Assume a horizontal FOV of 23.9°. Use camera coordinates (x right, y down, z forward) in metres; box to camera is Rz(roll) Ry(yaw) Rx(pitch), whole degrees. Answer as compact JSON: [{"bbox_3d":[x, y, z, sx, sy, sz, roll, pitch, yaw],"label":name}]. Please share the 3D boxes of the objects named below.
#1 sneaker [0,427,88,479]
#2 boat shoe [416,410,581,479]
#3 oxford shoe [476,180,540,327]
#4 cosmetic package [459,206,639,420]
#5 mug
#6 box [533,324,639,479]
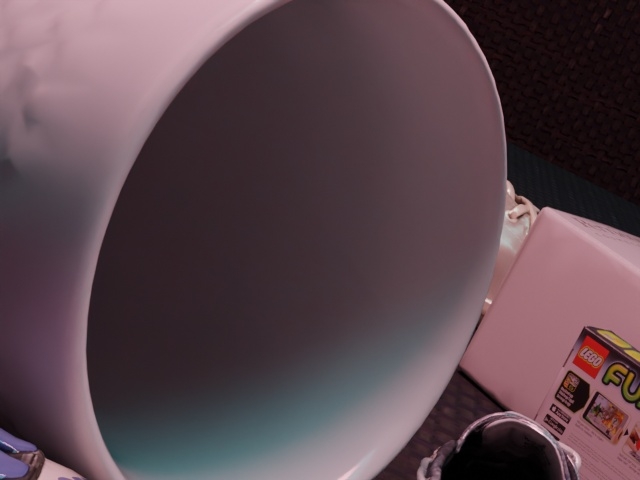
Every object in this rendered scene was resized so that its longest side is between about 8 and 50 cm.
[{"bbox_3d":[-0.062,0.154,0.478,0.182,0.127,0.315,20,13,-14],"label":"sneaker"},{"bbox_3d":[0.106,0.148,0.865,0.108,0.102,0.301,31,14,20],"label":"boat shoe"},{"bbox_3d":[0.176,0.013,1.463,0.449,0.130,0.169,27,12,-2],"label":"oxford shoe"},{"bbox_3d":[0.343,0.159,1.148,0.230,0.161,0.453,15,17,-41],"label":"cosmetic package"},{"bbox_3d":[-0.096,-0.007,0.816,0.328,0.276,0.374,23,-22,40],"label":"mug"},{"bbox_3d":[0.237,0.159,1.047,0.036,0.114,0.207,13,19,-44],"label":"box"}]
